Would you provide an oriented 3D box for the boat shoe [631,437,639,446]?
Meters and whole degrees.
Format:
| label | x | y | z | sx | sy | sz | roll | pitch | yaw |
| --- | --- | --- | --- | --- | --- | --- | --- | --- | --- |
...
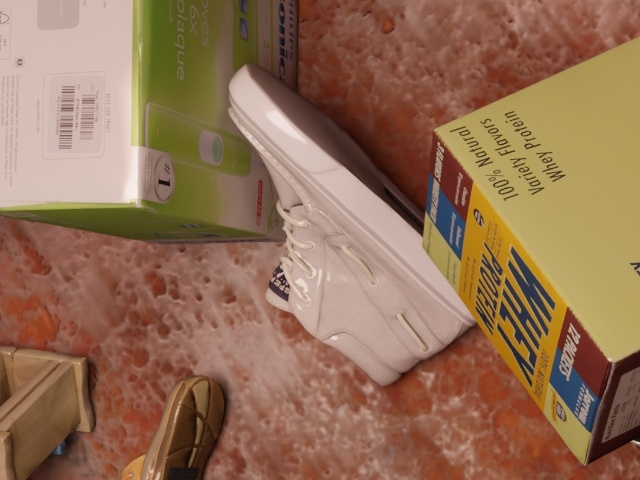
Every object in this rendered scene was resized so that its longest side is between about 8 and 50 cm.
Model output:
| label | x | y | z | sx | sy | sz | roll | pitch | yaw |
| --- | --- | --- | --- | --- | --- | --- | --- | --- | --- |
| boat shoe | 0.277 | 0.119 | 1.151 | 0.255 | 0.079 | 0.095 | 22 | 93 | 20 |

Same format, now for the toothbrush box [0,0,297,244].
| label | x | y | z | sx | sy | sz | roll | pitch | yaw |
| --- | --- | --- | --- | --- | --- | --- | --- | --- | --- |
| toothbrush box | -0.118 | -0.109 | 1.203 | 0.122 | 0.283 | 0.206 | -1 | 85 | 18 |

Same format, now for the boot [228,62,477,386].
| label | x | y | z | sx | sy | sz | roll | pitch | yaw |
| --- | --- | --- | --- | --- | --- | --- | --- | --- | --- |
| boot | 0.000 | 0.000 | 1.205 | 0.123 | 0.095 | 0.258 | -41 | 108 | 15 |

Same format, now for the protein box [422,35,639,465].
| label | x | y | z | sx | sy | sz | roll | pitch | yaw |
| --- | --- | --- | --- | --- | --- | --- | --- | --- | --- |
| protein box | 0.204 | -0.003 | 1.094 | 0.201 | 0.136 | 0.200 | -25 | 59 | -16 |

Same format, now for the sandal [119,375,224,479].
| label | x | y | z | sx | sy | sz | roll | pitch | yaw |
| --- | --- | --- | --- | --- | --- | --- | --- | --- | --- |
| sandal | -0.127 | 0.184 | 1.298 | 0.049 | 0.072 | 0.180 | 20 | 90 | 35 |

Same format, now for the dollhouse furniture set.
| label | x | y | z | sx | sy | sz | roll | pitch | yaw |
| --- | --- | --- | --- | --- | --- | --- | --- | --- | --- |
| dollhouse furniture set | -0.260 | 0.193 | 1.333 | 0.129 | 0.129 | 0.183 | 7 | 117 | 21 |
